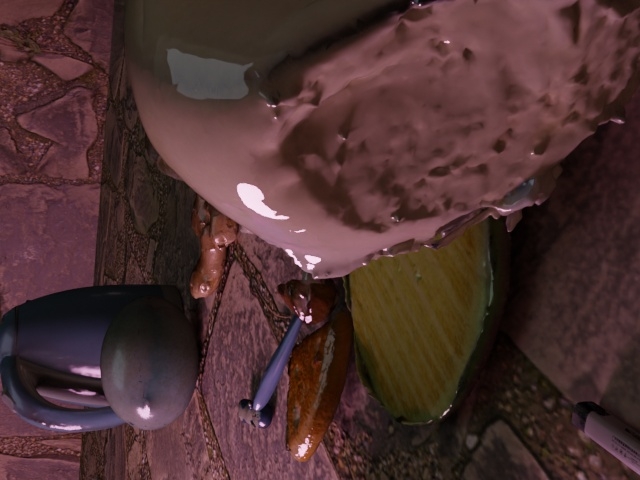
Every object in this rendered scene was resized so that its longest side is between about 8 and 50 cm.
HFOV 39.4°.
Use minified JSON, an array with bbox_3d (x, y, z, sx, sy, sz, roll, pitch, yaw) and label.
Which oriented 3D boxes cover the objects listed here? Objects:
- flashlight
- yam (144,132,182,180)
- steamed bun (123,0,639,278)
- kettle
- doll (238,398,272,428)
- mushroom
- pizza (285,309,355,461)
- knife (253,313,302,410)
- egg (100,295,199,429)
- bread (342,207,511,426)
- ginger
[{"bbox_3d":[0.185,0.123,0.545,0.083,0.018,0.018,-142,58,-64],"label":"flashlight"},{"bbox_3d":[-0.102,-0.207,1.100,0.195,0.195,0.300,-109,31,-43],"label":"yam"},{"bbox_3d":[0.045,-0.145,0.604,0.233,0.334,0.312,68,-169,-48],"label":"steamed bun"},{"bbox_3d":[-0.444,0.226,1.694,0.319,0.342,0.247,-113,34,-47],"label":"kettle"},{"bbox_3d":[-0.093,0.236,1.227,0.125,0.027,0.037,161,103,-67],"label":"doll"},{"bbox_3d":[0.000,0.000,0.931,0.060,0.061,0.187,34,119,51],"label":"mushroom"},{"bbox_3d":[-0.005,0.155,0.985,0.131,0.041,0.178,-154,76,-72],"label":"pizza"},{"bbox_3d":[-0.016,0.066,1.013,0.044,0.019,0.313,-94,27,-65],"label":"knife"},{"bbox_3d":[-0.296,0.209,1.552,0.169,0.169,0.236,137,131,-60],"label":"egg"},{"bbox_3d":[0.086,0.019,0.781,0.301,0.045,0.301,-177,90,-71],"label":"bread"},{"bbox_3d":[-0.178,-0.007,1.443,0.133,0.059,0.214,58,142,43],"label":"ginger"}]
